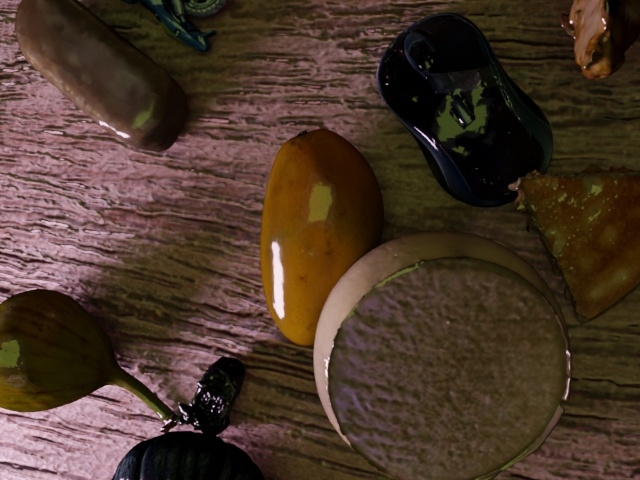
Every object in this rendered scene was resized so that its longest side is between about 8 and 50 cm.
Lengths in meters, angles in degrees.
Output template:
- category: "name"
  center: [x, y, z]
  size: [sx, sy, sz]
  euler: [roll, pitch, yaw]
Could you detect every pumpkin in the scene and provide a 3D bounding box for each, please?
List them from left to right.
- category: "pumpkin"
  center: [-0.154, 0.309, 0.831]
  size: [0.194, 0.194, 0.150]
  euler: [2, 61, 12]

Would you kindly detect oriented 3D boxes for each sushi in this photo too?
- category: "sushi"
  center: [-0.127, 0.189, 0.859]
  size: [0.056, 0.084, 0.083]
  euler: [34, 96, 9]

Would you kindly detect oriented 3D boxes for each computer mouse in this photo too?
- category: "computer mouse"
  center: [0.156, -0.143, 0.786]
  size: [0.137, 0.096, 0.233]
  euler: [-39, 85, 10]

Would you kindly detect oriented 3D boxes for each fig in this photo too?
- category: "fig"
  center: [-0.289, 0.151, 0.878]
  size: [0.259, 0.151, 0.151]
  euler: [17, 95, -11]

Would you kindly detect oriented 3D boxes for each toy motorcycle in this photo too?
- category: "toy motorcycle"
  center: [-0.230, -0.331, 0.870]
  size: [0.254, 0.092, 0.135]
  euler: [32, 106, 0]

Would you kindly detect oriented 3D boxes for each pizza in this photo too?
- category: "pizza"
  center: [0.293, -0.031, 0.769]
  size: [0.193, 0.053, 0.201]
  euler: [36, 104, -12]

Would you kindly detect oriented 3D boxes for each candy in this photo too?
- category: "candy"
  center: [-0.268, -0.208, 0.872]
  size: [0.234, 0.104, 0.102]
  euler: [38, 93, 8]

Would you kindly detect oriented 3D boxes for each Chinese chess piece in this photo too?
- category: "Chinese chess piece"
  center: [0.127, 0.123, 0.752]
  size: [0.270, 0.112, 0.270]
  euler: [-1, 104, -4]

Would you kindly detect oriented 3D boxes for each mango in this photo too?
- category: "mango"
  center: [0.000, 0.000, 0.813]
  size: [0.138, 0.113, 0.253]
  euler: [6, 99, 0]

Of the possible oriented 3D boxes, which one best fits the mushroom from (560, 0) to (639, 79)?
- category: "mushroom"
  center: [0.431, -0.277, 0.619]
  size: [0.334, 0.356, 0.331]
  euler: [-20, 53, 50]
